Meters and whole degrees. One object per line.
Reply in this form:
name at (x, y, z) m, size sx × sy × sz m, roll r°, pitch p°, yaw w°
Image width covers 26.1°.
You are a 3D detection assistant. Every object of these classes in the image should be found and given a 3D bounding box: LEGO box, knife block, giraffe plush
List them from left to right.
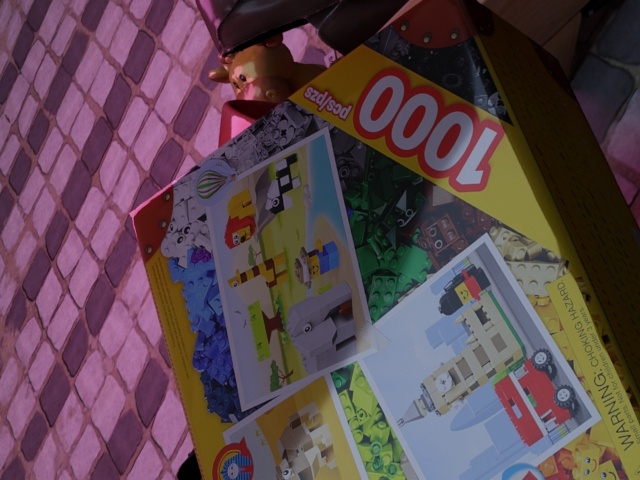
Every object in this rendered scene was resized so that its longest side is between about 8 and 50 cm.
giraffe plush at (-0.034, -0.184, 1.670) m, size 0.181 × 0.170 × 0.210 m, roll -53°, pitch 38°, yaw 27°
LEGO box at (0.090, 0.112, 1.116) m, size 0.372 × 0.193 × 0.500 m, roll -34°, pitch 59°, yaw 24°
knife block at (0.185, -0.264, 1.346) m, size 0.088 × 0.276 × 0.242 m, roll -120°, pitch 27°, yaw -48°

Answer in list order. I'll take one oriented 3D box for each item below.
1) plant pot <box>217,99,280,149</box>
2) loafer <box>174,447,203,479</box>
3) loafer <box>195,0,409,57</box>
plant pot at (0.000, 0.000, 1.480) m, size 0.275 × 0.275 × 0.243 m, roll 32°, pitch 110°, yaw 55°
loafer at (-0.133, 0.268, 1.656) m, size 0.267 × 0.084 × 0.096 m, roll -48°, pitch 36°, yaw 42°
loafer at (0.036, -0.272, 1.548) m, size 0.366 × 0.134 × 0.130 m, roll -5°, pitch 93°, yaw 12°
